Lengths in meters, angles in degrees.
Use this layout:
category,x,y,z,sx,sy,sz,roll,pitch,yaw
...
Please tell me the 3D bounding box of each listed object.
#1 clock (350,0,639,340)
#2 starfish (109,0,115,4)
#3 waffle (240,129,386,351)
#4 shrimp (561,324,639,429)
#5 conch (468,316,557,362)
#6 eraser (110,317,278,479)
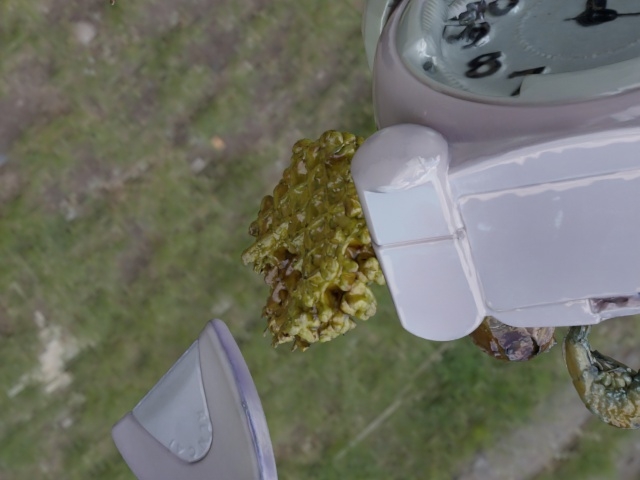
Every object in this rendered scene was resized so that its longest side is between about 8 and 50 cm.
category,x,y,z,sx,sy,sz,roll,pitch,yaw
clock,0.186,-0.107,0.981,0.342,0.326,0.184,-4,132,12
starfish,-0.250,-0.361,1.840,0.133,0.041,0.130,-38,118,-23
waffle,0.000,0.000,1.296,0.070,0.193,0.197,22,78,-27
shrimp,0.353,0.120,1.711,0.051,0.150,0.217,-33,155,-50
conch,0.168,0.068,1.352,0.080,0.086,0.233,-19,174,5
eraser,-0.112,0.241,1.665,0.204,0.243,0.059,-46,155,26
